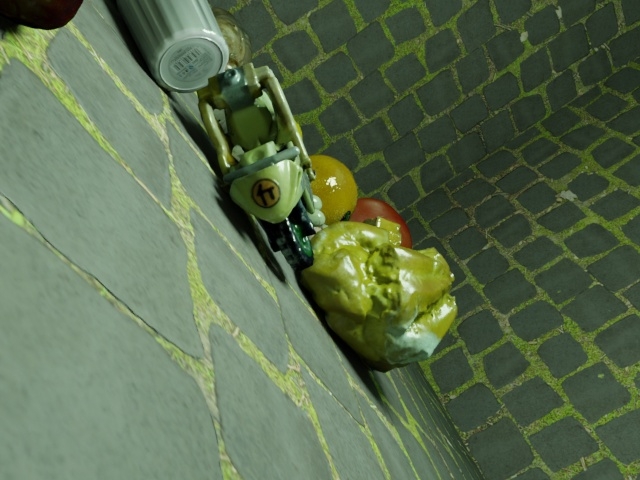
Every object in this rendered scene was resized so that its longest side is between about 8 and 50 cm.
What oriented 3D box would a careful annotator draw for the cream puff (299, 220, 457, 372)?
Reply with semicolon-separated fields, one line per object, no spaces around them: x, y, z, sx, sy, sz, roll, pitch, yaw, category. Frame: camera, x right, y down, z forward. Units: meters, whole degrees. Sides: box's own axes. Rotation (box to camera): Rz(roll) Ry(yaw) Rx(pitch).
0.141;0.097;1.321;0.378;0.275;0.378;50;6;-7;cream puff

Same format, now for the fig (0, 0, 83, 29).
-0.276;-0.264;0.585;0.155;0.103;0.109;-94;174;-63;fig

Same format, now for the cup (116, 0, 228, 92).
-0.265;-0.389;1.151;0.202;0.166;0.221;63;9;26;cup

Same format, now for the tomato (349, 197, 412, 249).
0.150;0.005;2.082;0.322;0.321;0.321;56;5;-7;tomato

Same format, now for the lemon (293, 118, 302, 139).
-0.135;-0.264;1.586;0.173;0.173;0.206;54;-7;-27;lemon

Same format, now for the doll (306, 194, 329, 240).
-0.013;0.003;1.506;0.275;0.113;0.155;62;7;-49;doll

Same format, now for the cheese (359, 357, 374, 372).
0.094;0.260;1.383;0.111;0.017;0.047;56;2;-9;cheese

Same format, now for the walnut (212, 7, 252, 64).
-0.315;-0.603;1.866;0.224;0.224;0.224;56;5;-7;walnut

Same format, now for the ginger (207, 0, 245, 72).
-0.332;-0.570;1.626;0.375;0.176;0.256;56;21;-10;ginger

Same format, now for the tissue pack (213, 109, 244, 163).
-0.183;-0.243;1.387;0.091;0.103;0.170;67;9;24;tissue pack

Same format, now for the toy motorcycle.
-0.106;-0.147;1.103;0.237;0.168;0.410;66;3;-61;toy motorcycle

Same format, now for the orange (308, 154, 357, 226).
-0.007;-0.120;1.633;0.236;0.236;0.236;56;5;-7;orange

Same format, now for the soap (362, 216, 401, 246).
0.126;0.060;1.588;0.080;0.258;0.160;16;24;-26;soap
